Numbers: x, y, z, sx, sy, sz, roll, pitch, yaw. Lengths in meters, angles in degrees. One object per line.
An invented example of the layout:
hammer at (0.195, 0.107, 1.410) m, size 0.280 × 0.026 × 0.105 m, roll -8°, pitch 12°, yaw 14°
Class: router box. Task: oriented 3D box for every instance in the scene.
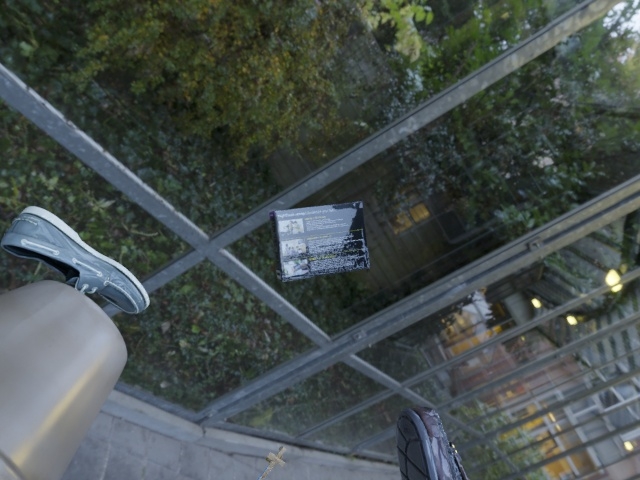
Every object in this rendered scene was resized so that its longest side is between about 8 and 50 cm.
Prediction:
router box at (0.000, 0.000, 0.865) m, size 0.046 × 0.178 × 0.133 m, roll 180°, pitch -97°, yaw -73°

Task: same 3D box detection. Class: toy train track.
toy train track at (-0.092, 0.394, 0.785) m, size 0.014 × 0.083 × 0.048 m, roll 17°, pitch -30°, yaw 50°

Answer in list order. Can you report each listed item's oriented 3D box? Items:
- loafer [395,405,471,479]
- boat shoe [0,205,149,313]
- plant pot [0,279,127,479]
loafer at (0.177, 0.367, 0.627) m, size 0.109 × 0.095 × 0.303 m, roll -173°, pitch -109°, yaw -73°
boat shoe at (-0.507, 0.071, 0.946) m, size 0.319 × 0.116 × 0.099 m, roll 49°, pitch 38°, yaw -28°
plant pot at (-0.433, 0.211, 0.610) m, size 0.323 × 0.323 × 0.280 m, roll 56°, pitch 37°, yaw -15°
